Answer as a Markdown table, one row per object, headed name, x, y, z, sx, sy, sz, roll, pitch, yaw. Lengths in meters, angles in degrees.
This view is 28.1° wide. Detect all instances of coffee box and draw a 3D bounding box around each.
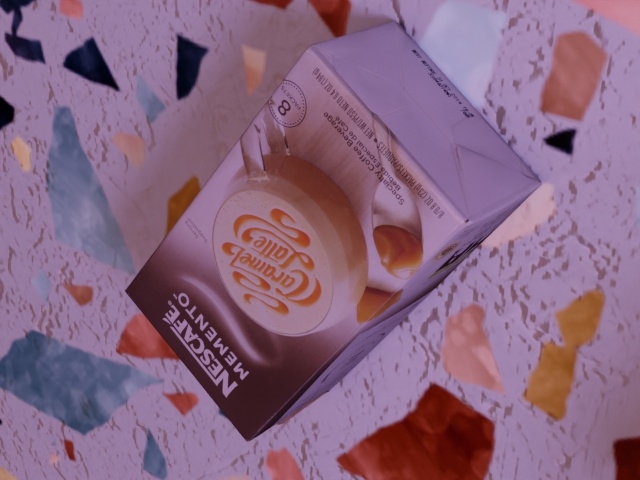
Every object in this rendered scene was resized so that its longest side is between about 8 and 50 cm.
| name | x | y | z | sx | sy | sz | roll | pitch | yaw |
| --- | --- | --- | --- | --- | --- | --- | --- | --- | --- |
| coffee box | 0.000 | 0.000 | 0.816 | 0.141 | 0.098 | 0.246 | 49 | 129 | 11 |
